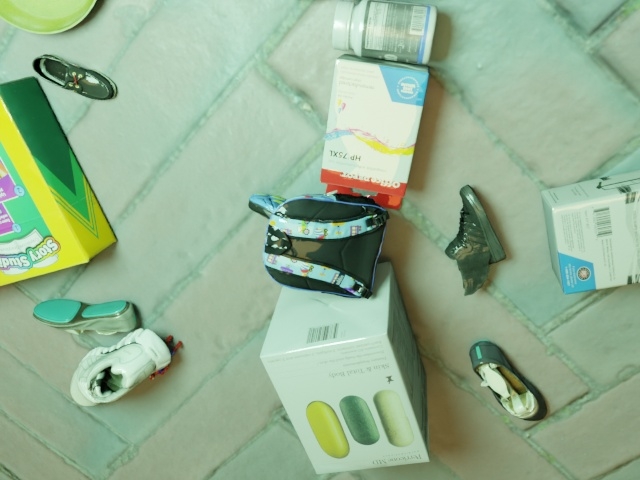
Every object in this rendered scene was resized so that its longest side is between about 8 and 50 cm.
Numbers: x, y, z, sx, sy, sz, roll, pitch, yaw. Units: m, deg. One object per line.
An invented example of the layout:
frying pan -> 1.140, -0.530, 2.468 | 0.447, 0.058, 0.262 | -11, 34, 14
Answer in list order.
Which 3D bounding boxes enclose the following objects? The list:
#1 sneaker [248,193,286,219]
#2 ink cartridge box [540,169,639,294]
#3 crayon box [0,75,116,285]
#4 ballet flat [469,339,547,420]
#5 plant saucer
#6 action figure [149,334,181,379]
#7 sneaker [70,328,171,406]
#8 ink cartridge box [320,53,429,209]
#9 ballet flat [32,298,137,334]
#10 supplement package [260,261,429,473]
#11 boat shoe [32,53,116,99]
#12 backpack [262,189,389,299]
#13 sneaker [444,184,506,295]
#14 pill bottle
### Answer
sneaker -> -0.049, -0.008, 0.930 | 0.188, 0.067, 0.078 | 40, 108, -11
ink cartridge box -> 0.449, -0.017, 0.821 | 0.202, 0.086, 0.148 | -11, 111, 14
crayon box -> -0.600, -0.077, 0.984 | 0.362, 0.106, 0.313 | -14, 111, 16
ballet flat -> 0.332, 0.265, 0.978 | 0.074, 0.074, 0.203 | -36, 103, 22
plant saucer -> -0.427, -0.438, 0.829 | 0.240, 0.037, 0.241 | 4, 115, 9
action figure -> -0.318, 0.241, 1.114 | 0.038, 0.030, 0.115 | 31, 118, -8
sneaker -> -0.420, 0.268, 1.081 | 0.292, 0.118, 0.110 | -32, 101, 34
ink cartridge box -> 0.077, -0.151, 0.838 | 0.134, 0.078, 0.231 | 10, 115, 6
ballet flat -> -0.458, 0.156, 1.080 | 0.213, 0.072, 0.068 | -2, 124, 13
supplement package -> 0.055, 0.212, 0.923 | 0.199, 0.198, 0.263 | -13, 117, 15
boat shoe -> -0.400, -0.262, 0.900 | 0.132, 0.042, 0.049 | 24, 114, -2
backpack -> 0.000, 0.000, 0.839 | 0.173, 0.117, 0.159 | 7, 108, -10
sneaker -> 0.236, 0.001, 0.889 | 0.089, 0.051, 0.170 | -26, 110, 15
pill bottle -> 0.089, -0.293, 0.773 | 0.137, 0.078, 0.078 | 9, 115, 7
